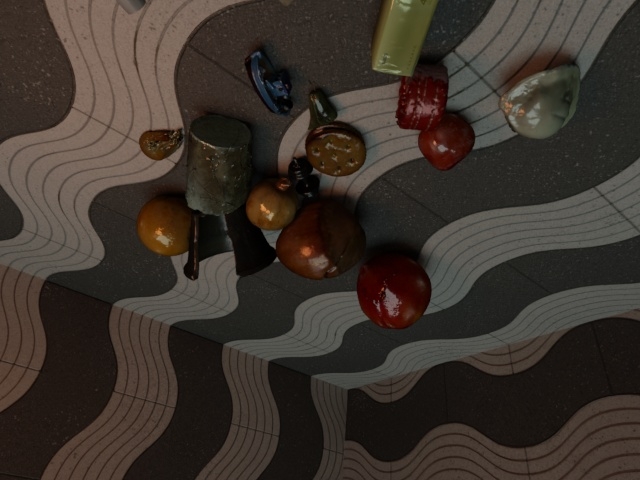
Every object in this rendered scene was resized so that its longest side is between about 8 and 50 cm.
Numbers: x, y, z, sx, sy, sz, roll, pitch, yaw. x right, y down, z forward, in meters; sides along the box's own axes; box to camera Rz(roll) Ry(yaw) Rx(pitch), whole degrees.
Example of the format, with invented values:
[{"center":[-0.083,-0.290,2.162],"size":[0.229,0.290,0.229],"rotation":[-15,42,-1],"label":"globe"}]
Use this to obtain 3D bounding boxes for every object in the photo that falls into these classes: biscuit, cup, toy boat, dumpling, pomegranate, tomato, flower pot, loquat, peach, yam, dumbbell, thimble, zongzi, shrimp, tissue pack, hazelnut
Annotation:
[{"center":[0.051,-0.314,1.558],"size":[0.221,0.066,0.220],"rotation":[5,144,4],"label":"biscuit"},{"center":[-0.533,-0.667,1.175],"size":[0.104,0.074,0.116],"rotation":[15,157,32],"label":"cup"},{"center":[-0.143,-0.472,1.341],"size":[0.097,0.100,0.223],"rotation":[-1,147,26],"label":"toy boat"},{"center":[0.647,-0.408,1.285],"size":[0.175,0.243,0.227],"rotation":[43,124,15],"label":"dumpling"},{"center":[-0.183,-0.138,1.681],"size":[0.207,0.207,0.207],"rotation":[5,144,3],"label":"pomegranate"},{"center":[0.396,-0.313,1.434],"size":[0.187,0.151,0.187],"rotation":[8,148,5],"label":"tomato"},{"center":[-0.377,-0.019,1.790],"size":[0.379,0.379,0.251],"rotation":[-4,108,15],"label":"flower pot"},{"center":[-0.631,-0.058,1.864],"size":[0.263,0.263,0.263],"rotation":[5,144,3],"label":"loquat"},{"center":[0.325,0.230,2.034],"size":[0.370,0.370,0.370],"rotation":[5,144,3],"label":"peach"},{"center":[-0.362,-0.263,1.581],"size":[0.241,0.241,0.348],"rotation":[12,142,-7],"label":"yam"},{"center":[-0.060,-0.233,1.661],"size":[0.099,0.099,0.208],"rotation":[-7,141,18],"label":"dumbbell"},{"center":[0.293,-0.414,1.293],"size":[0.125,0.163,0.189],"rotation":[4,130,2],"label":"thimble"},{"center":[-0.034,-0.429,1.431],"size":[0.130,0.062,0.154],"rotation":[-10,137,41],"label":"zongzi"},{"center":[-0.582,-0.356,1.621],"size":[0.217,0.051,0.115],"rotation":[-17,136,33],"label":"shrimp"},{"center":[0.208,-0.558,1.115],"size":[0.125,0.159,0.234],"rotation":[9,144,-3],"label":"tissue pack"},{"center":[0.000,0.000,1.791],"size":[0.373,0.315,0.372],"rotation":[-7,174,-1],"label":"hazelnut"}]

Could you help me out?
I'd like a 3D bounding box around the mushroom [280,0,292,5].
[{"center":[-0.020,-0.694,1.025],"size":[0.329,0.122,0.159],"rotation":[-23,171,36],"label":"mushroom"}]
